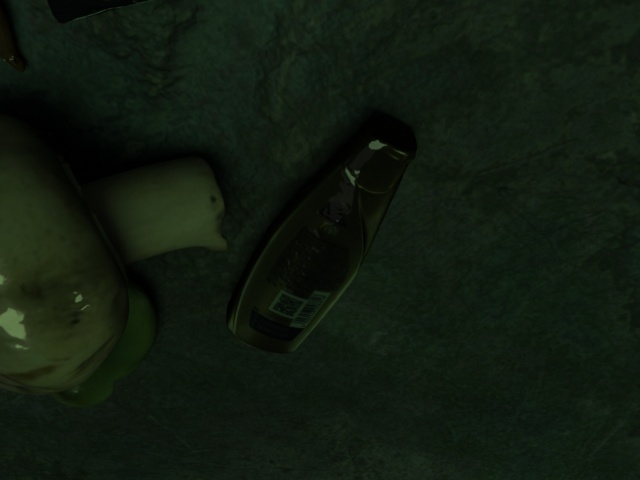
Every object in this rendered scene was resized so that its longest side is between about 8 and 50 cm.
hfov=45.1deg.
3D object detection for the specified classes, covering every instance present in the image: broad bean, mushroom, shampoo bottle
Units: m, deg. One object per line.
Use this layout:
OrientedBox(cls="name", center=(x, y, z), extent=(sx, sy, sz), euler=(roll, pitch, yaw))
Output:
OrientedBox(cls="broad bean", center=(-0.319, 0.131, 1.058), extent=(0.169, 0.100, 0.228), euler=(34, 111, -29))
OrientedBox(cls="mushroom", center=(-0.281, -0.002, 0.872), extent=(0.336, 0.314, 0.314), euler=(-18, 133, -24))
OrientedBox(cls="shampoo bottle", center=(0.000, 0.000, 0.952), extent=(0.126, 0.084, 0.350), euler=(21, 125, -18))

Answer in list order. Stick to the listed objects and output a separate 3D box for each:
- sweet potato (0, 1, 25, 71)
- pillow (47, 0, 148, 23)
OrientedBox(cls="sweet potato", center=(-0.366, -0.257, 0.767), extent=(0.068, 0.068, 0.226), euler=(-17, 127, 14))
OrientedBox(cls="pillow", center=(-0.188, -0.293, 0.745), extent=(0.208, 0.055, 0.141), euler=(-12, 119, 9))
